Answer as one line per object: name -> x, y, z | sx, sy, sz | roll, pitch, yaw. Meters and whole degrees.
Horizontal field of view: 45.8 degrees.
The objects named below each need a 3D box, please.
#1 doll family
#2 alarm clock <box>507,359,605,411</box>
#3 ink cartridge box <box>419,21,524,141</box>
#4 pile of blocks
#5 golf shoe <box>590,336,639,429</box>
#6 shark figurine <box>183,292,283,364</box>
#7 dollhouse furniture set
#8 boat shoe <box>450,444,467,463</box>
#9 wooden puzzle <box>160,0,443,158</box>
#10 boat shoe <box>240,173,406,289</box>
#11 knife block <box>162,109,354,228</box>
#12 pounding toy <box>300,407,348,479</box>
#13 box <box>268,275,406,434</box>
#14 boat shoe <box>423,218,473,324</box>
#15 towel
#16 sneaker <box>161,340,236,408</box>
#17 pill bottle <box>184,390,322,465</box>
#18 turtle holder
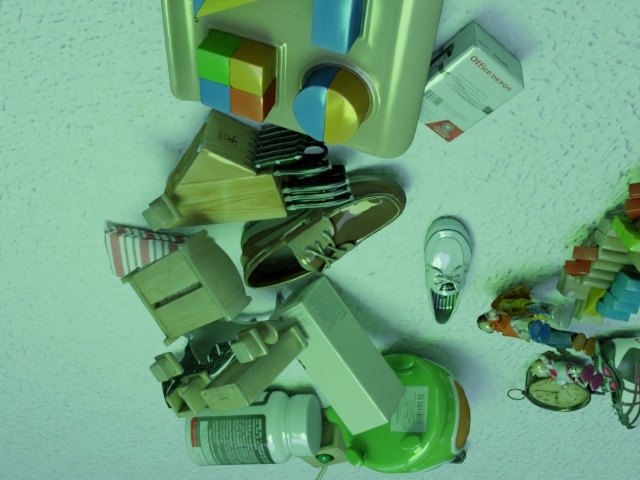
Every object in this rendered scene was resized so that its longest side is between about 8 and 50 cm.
doll family -> 0.394, 0.160, 1.354 | 0.263, 0.118, 0.163 | 40, 162, -27
alarm clock -> 0.470, 0.299, 1.556 | 0.192, 0.064, 0.129 | -24, 126, 36
ink cartridge box -> 0.187, -0.208, 1.006 | 0.099, 0.056, 0.135 | 32, 134, -26
pile of blocks -> 0.460, 0.035, 1.184 | 0.112, 0.149, 0.362 | 10, 140, -5
golf shoe -> 0.621, 0.284, 1.494 | 0.120, 0.105, 0.273 | -22, 133, 20
shark figurine -> -0.192, 0.183, 1.461 | 0.278, 0.116, 0.166 | 7, 141, -8
dollhouse furniture set -> -0.204, 0.095, 1.288 | 0.303, 0.174, 0.356 | -23, 102, 44
boat shoe -> 0.215, 0.504, 1.812 | 0.285, 0.092, 0.103 | 16, 139, -11
wooden puzzle -> -0.038, -0.248, 0.933 | 0.347, 0.081, 0.322 | 15, 140, 8
boat shoe -> 0.000, 0.000, 1.230 | 0.324, 0.117, 0.123 | -26, 130, 33
knife block -> -0.094, -0.082, 1.169 | 0.242, 0.088, 0.276 | 25, 136, -20
pounding toy -> 0.016, 0.482, 1.777 | 0.130, 0.141, 0.100 | -22, 132, 30
box -> 0.033, 0.211, 1.393 | 0.094, 0.113, 0.275 | -30, 98, 34
boat shoe -> 0.222, 0.061, 1.303 | 0.083, 0.076, 0.226 | -2, 139, 10
towel -> -0.291, 0.034, 1.383 | 0.196, 0.029, 0.144 | 9, 142, -2
sneaker -> -0.237, 0.263, 1.607 | 0.108, 0.100, 0.271 | 1, 145, -42
pill bottle -> -0.148, 0.426, 1.718 | 0.283, 0.161, 0.161 | -6, 138, 15
turtle holder -> 0.162, 0.377, 1.558 | 0.227, 0.243, 0.320 | 23, 125, -41
